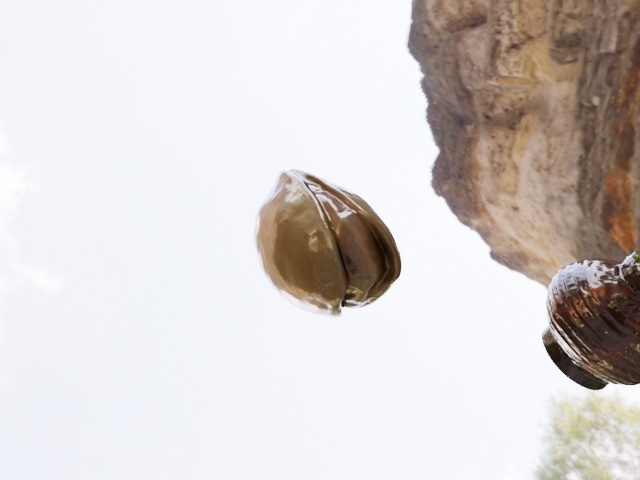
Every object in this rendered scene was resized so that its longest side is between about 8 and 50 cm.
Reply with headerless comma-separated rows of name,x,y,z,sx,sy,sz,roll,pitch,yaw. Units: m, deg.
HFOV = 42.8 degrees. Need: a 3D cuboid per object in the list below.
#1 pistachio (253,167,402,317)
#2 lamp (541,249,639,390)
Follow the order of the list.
pistachio,0.000,0.000,1.065,0.162,0.293,0.181,-14,-67,-12
lamp,0.487,0.129,1.346,0.247,0.247,0.246,-3,-74,-10
